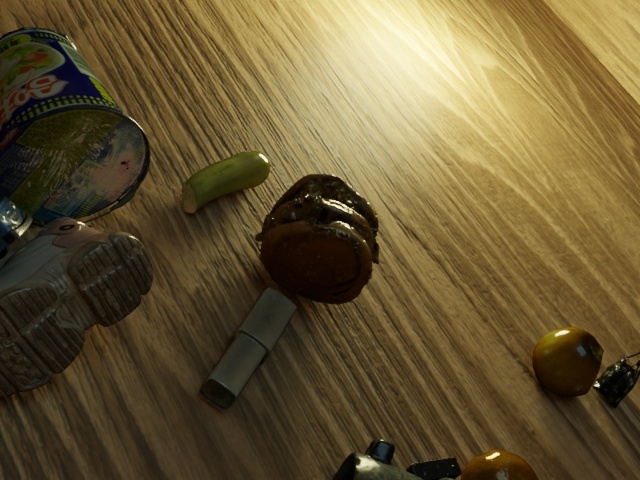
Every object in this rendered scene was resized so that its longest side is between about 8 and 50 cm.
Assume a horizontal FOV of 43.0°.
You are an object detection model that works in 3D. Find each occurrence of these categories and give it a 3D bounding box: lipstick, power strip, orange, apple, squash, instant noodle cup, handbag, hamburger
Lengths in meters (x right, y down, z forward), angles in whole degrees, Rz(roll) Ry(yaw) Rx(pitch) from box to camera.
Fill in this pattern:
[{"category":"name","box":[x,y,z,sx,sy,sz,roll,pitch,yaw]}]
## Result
[{"category":"lipstick","box":[-0.129,0.195,1.467,0.077,0.079,0.253,36,41,-3]},{"category":"power strip","box":[0.212,0.432,1.516,0.111,0.029,0.038,2,51,-32]},{"category":"orange","box":[0.329,0.464,1.501,0.154,0.134,0.155,7,69,-20]},{"category":"apple","box":[0.566,0.274,1.834,0.163,0.147,0.146,30,40,-10]},{"category":"squash","box":[-0.202,-0.131,1.735,0.083,0.083,0.250,47,43,13]},{"category":"instant noodle cup","box":[-0.494,-0.227,1.492,0.284,0.284,0.312,-2,45,-37]},{"category":"handbag","box":[0.721,0.309,1.918,0.072,0.139,0.115,41,40,18]},{"category":"hamburger","box":[-0.006,-0.006,1.621,0.245,0.261,0.211,-1,43,6]}]

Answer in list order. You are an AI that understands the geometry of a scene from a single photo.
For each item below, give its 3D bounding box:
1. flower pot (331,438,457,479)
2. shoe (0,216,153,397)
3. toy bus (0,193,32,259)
[{"category":"flower pot","box":[0.131,0.476,1.239,0.282,0.299,0.299,25,40,-1]},{"category":"shoe","box":[-0.449,0.097,1.282,0.351,0.172,0.198,-32,35,-30]},{"category":"toy bus","box":[-0.550,0.016,1.185,0.133,0.234,0.116,49,4,-17]}]
